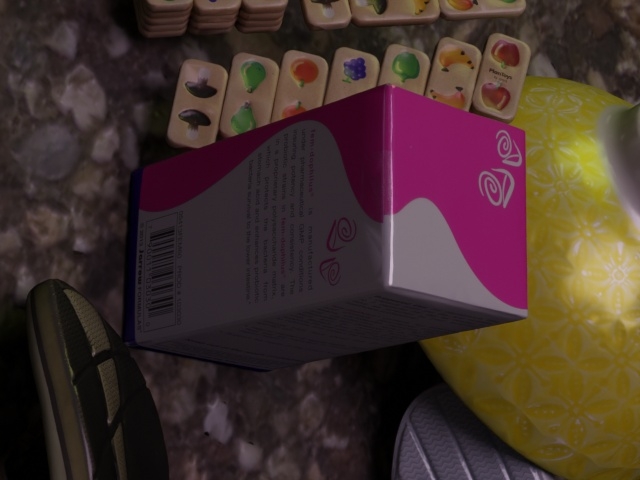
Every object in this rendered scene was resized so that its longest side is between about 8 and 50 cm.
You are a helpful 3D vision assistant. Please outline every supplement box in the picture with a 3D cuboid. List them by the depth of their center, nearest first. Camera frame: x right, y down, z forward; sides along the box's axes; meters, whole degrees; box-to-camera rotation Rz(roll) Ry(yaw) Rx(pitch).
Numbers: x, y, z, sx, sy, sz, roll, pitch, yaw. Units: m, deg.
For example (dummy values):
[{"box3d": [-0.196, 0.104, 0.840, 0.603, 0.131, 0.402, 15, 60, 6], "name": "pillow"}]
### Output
[{"box3d": [0.000, 0.000, 1.043, 0.114, 0.220, 0.111, 14, 71, -39], "name": "supplement box"}]

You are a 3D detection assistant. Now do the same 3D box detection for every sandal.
[{"box3d": [-0.134, 0.161, 0.963, 0.120, 0.086, 0.303, 47, 34, -64], "name": "sandal"}]

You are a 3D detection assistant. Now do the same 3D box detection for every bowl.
[{"box3d": [0.186, -0.004, 1.195, 0.289, 0.156, 0.289, 31, 39, -29], "name": "bowl"}]

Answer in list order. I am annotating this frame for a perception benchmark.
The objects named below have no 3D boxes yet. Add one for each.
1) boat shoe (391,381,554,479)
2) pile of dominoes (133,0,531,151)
[{"box3d": [0.122, 0.234, 1.196, 0.094, 0.109, 0.302, -16, 88, -80], "name": "boat shoe"}, {"box3d": [0.012, -0.156, 1.128, 0.251, 0.040, 0.196, -6, 68, -16], "name": "pile of dominoes"}]
